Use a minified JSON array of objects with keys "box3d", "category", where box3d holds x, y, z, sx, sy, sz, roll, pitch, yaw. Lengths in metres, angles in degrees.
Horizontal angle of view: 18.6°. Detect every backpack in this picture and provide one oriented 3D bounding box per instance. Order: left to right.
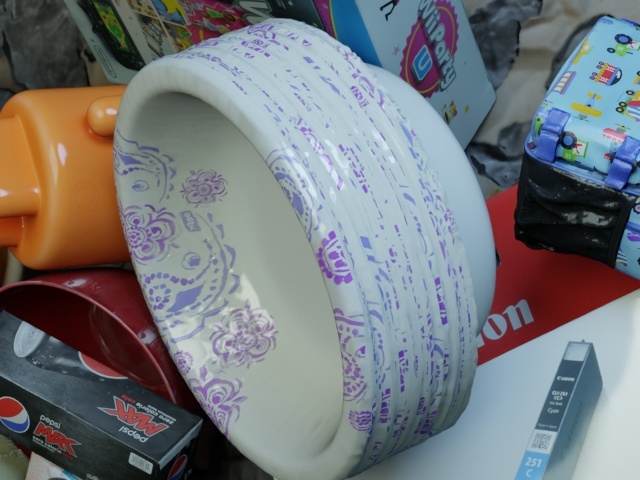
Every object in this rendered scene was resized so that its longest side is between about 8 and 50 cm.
[{"box3d":[0.226,-0.045,1.219,0.173,0.117,0.158,24,49,22],"category":"backpack"}]

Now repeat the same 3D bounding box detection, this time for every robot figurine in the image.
[{"box3d":[-0.147,-0.046,1.375,0.128,0.219,0.158,39,128,52],"category":"robot figurine"}]

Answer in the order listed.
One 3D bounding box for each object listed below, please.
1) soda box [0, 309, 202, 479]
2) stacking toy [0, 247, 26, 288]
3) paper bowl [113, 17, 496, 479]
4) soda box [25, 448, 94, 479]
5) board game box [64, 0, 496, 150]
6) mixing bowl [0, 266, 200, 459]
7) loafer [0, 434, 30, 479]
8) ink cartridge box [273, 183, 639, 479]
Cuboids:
[{"box3d":[-0.166,0.115,1.321,0.169,0.060,0.053,27,129,17],"category":"soda box"},{"box3d":[-0.444,0.050,1.323,0.351,0.480,0.350,10,121,16],"category":"stacking toy"},{"box3d":[0.000,0.000,1.226,0.148,0.284,0.284,-22,60,-26],"category":"paper bowl"},{"box3d":[-0.180,0.223,1.378,0.063,0.058,0.183,35,126,27],"category":"soda box"},{"box3d":[-0.049,-0.173,1.347,0.303,0.224,0.097,20,64,30],"category":"board game box"},{"box3d":[-0.150,0.087,1.400,0.181,0.098,0.181,17,126,25],"category":"mixing bowl"},{"box3d":[-0.284,0.176,1.444,0.268,0.092,0.102,13,118,59],"category":"loafer"},{"box3d":[0.102,0.101,1.302,0.296,0.066,0.261,-28,68,19],"category":"ink cartridge box"}]
